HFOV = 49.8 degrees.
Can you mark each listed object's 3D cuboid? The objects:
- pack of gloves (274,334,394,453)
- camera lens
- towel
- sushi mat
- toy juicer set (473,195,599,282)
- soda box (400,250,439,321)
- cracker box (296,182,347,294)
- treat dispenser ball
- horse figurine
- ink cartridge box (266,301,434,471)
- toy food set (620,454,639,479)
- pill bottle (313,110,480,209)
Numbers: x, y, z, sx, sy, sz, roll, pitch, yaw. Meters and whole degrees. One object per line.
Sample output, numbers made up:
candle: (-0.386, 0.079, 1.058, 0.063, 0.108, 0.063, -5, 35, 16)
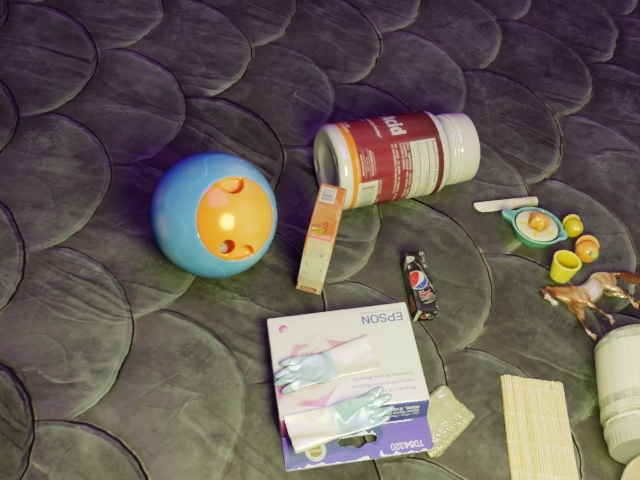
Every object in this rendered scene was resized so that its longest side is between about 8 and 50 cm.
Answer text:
pack of gloves: (0.028, 0.306, 1.424, 0.232, 0.046, 0.195, -15, 62, -12)
camera lens: (0.724, 0.334, 1.508, 0.219, 0.219, 0.274, 12, 55, -2)
towel: (0.258, 0.393, 1.505, 0.148, 0.027, 0.110, -34, 68, -28)
sushi mat: (0.482, 0.450, 1.510, 0.151, 0.019, 0.316, 7, 55, -6)
toy juicer set: (0.591, -0.048, 1.808, 0.209, 0.089, 0.329, -24, 54, -27)
soda box: (0.239, 0.109, 1.676, 0.053, 0.060, 0.169, -2, 56, -10)
cracker box: (0.000, 0.000, 1.604, 0.067, 0.232, 0.156, 14, 54, 1)
treat dispenser ball: (-0.241, -0.057, 1.568, 0.288, 0.288, 0.288, 5, 55, -7)
horse figurine: (0.699, 0.139, 1.723, 0.263, 0.066, 0.174, -26, 46, -15)
ink cartridge box: (0.061, 0.305, 1.492, 0.324, 0.071, 0.330, -7, 56, -8)
toy food set: (0.675, 0.608, 1.346, 0.220, 0.092, 0.306, 42, 56, -6)
pill bottle: (0.198, -0.217, 1.793, 0.392, 0.224, 0.224, -11, 58, -17)
